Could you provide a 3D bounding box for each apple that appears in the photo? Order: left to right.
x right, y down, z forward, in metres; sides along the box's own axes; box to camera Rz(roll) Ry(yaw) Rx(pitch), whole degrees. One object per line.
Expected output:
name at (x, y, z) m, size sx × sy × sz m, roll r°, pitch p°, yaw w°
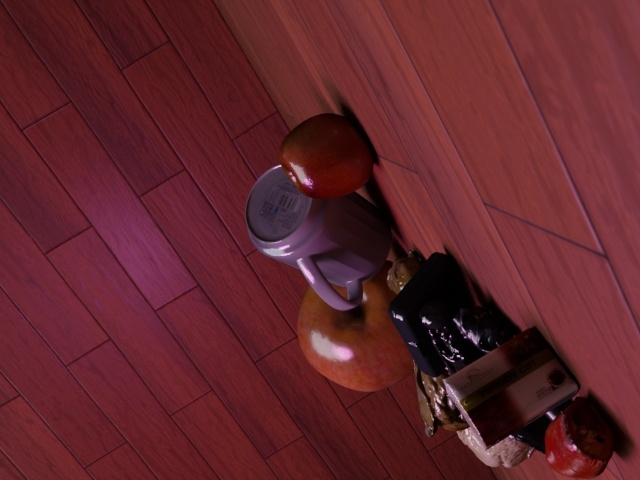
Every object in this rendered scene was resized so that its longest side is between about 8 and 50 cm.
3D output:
apple at (0.014, -0.167, 1.296) m, size 0.181 × 0.169 × 0.181 m, roll 56°, pitch 172°, yaw 12°
apple at (0.124, 0.226, 1.775) m, size 0.391 × 0.392 × 0.346 m, roll 58°, pitch 180°, yaw 31°

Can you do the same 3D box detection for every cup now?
cup at (0.000, 0.000, 1.518) m, size 0.327 × 0.237 × 0.322 m, roll 28°, pitch -133°, yaw -52°

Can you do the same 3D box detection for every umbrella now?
umbrella at (0.277, 0.239, 1.160) m, size 0.357 × 0.106 × 0.113 m, roll 49°, pitch -170°, yaw -27°
umbrella at (0.302, 0.185, 0.993) m, size 0.224 × 0.080 × 0.071 m, roll 53°, pitch 141°, yaw 35°

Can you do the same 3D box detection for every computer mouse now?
computer mouse at (0.304, 0.269, 1.006) m, size 0.217 × 0.073 × 0.122 m, roll 35°, pitch -164°, yaw 4°

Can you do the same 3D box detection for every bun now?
bun at (0.380, 0.408, 1.445) m, size 0.243 × 0.153 × 0.244 m, roll 56°, pitch -177°, yaw -5°

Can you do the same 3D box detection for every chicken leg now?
chicken leg at (0.244, 0.203, 1.396) m, size 0.153 × 0.201 × 0.429 m, roll 5°, pitch -130°, yaw -34°

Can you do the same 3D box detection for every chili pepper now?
chili pepper at (0.349, 0.282, 0.870) m, size 0.084 × 0.086 × 0.192 m, roll 27°, pitch 155°, yaw 24°

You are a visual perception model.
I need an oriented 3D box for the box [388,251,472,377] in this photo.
box at (0.217, 0.143, 1.198) m, size 0.050 × 0.160 × 0.230 m, roll 26°, pitch 156°, yaw 42°

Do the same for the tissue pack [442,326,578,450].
tissue pack at (0.265, 0.209, 0.898) m, size 0.106 × 0.149 × 0.099 m, roll 58°, pitch 179°, yaw 28°
